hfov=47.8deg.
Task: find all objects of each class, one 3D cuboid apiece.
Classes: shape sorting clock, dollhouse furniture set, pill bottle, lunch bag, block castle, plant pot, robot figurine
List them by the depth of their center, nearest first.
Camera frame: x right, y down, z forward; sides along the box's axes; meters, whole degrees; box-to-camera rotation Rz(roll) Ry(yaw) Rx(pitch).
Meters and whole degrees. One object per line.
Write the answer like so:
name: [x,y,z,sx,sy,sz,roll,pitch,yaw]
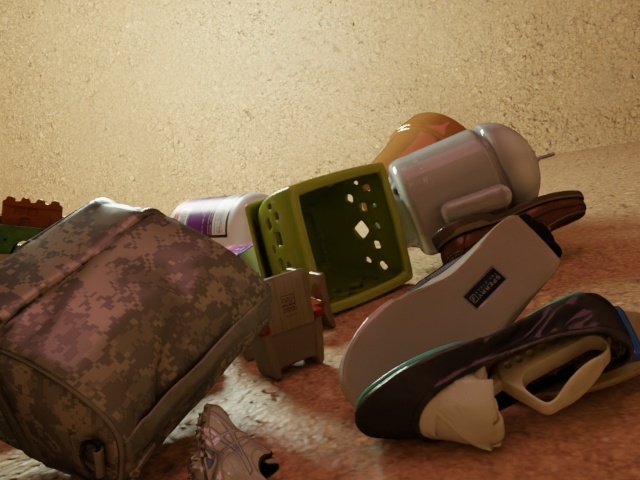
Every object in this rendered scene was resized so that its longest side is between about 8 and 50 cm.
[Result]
shape sorting clock: [0.278,0.125,0.803,0.206,0.040,0.206,-14,11,3]
lunch bag: [-0.228,0.113,0.819,0.256,0.213,0.305,12,36,27]
dollhouse furniture set: [-0.099,0.102,1.059,0.262,0.135,0.259,-16,11,-30]
plant pot: [0.000,0.000,1.311,0.227,0.228,0.207,-18,7,-37]
robot figurine: [0.269,-0.100,1.395,0.353,0.200,0.300,-23,21,3]
block castle: [-0.580,0.019,1.471,0.453,0.213,0.303,6,2,-15]
plant pot: [0.227,-0.121,1.666,0.203,0.291,0.290,-36,21,-28]
pill bottle: [-0.207,-0.020,1.742,0.322,0.182,0.181,-2,13,39]

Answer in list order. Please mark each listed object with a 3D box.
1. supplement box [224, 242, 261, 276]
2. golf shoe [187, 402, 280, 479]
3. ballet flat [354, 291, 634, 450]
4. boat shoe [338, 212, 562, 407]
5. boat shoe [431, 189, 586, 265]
supplement box: [-0.226,0.081,1.396,0.220,0.114,0.111,-10,11,16]
golf shoe: [-0.083,0.212,0.691,0.086,0.069,0.176,8,10,-9]
ballet flat: [0.169,0.133,0.685,0.280,0.095,0.096,-26,36,-4]
boat shoe: [0.150,0.111,0.885,0.340,0.127,0.158,-33,-18,-25]
boat shoe: [0.349,0.000,1.281,0.307,0.104,0.111,-18,-22,-15]
